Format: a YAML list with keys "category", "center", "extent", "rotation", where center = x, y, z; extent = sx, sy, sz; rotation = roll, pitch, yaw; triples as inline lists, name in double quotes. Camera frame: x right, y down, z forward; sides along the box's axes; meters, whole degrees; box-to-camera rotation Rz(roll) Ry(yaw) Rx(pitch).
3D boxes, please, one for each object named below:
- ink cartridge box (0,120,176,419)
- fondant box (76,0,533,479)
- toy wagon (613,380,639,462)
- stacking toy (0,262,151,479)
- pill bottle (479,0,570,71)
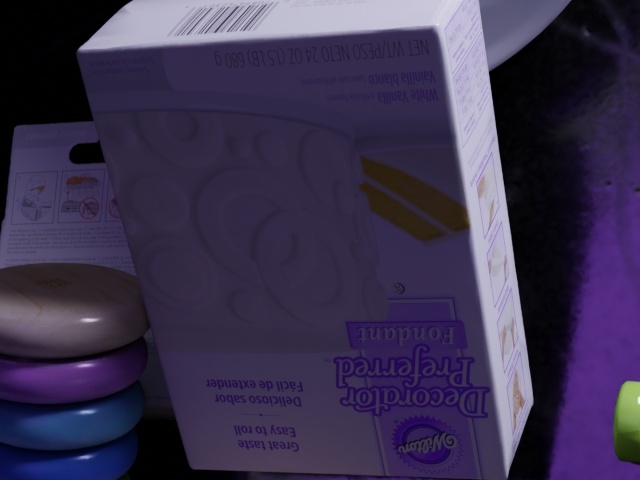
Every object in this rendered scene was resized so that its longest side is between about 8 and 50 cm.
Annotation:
- category: "ink cartridge box"
  center: [-0.164, 0.023, 1.146]
  extent: [0.189, 0.066, 0.232]
  rotation: [-1, 71, 20]
- category: "fondant box"
  center: [0.000, 0.000, 0.966]
  extent: [0.238, 0.096, 0.330]
  rotation: [-1, 120, 20]
- category: "toy wagon"
  center: [0.322, 0.149, 0.932]
  extent: [0.267, 0.068, 0.344]
  rotation: [4, 81, 20]
- category: "stacking toy"
  center: [-0.193, 0.189, 1.050]
  extent: [0.141, 0.141, 0.330]
  rotation: [9, 106, 21]
- category: "pill bottle"
  center: [0.022, -0.296, 1.049]
  extent: [0.210, 0.210, 0.363]
  rotation: [-40, 69, 9]
